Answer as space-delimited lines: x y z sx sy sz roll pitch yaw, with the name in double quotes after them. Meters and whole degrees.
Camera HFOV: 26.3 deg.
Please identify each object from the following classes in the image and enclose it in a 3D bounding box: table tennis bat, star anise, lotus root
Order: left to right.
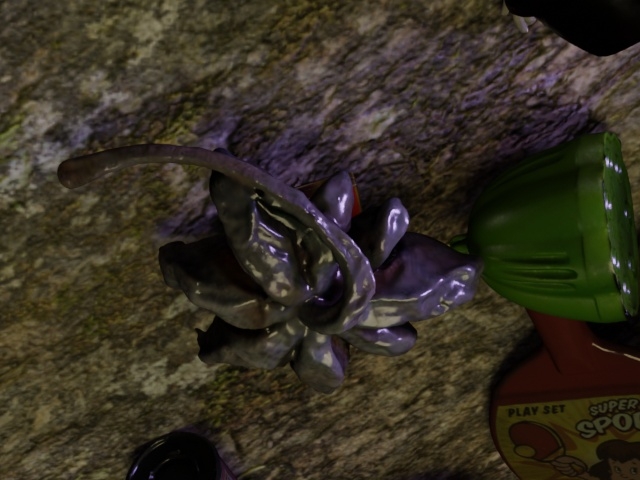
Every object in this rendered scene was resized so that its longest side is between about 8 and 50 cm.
-0.032 0.042 1.220 0.359 0.139 0.316 -3 129 3 "star anise"
0.201 -0.004 1.276 0.186 0.186 0.186 -8 133 -9 "lotus root"
0.300 0.178 1.481 0.268 0.051 0.415 -8 131 27 "table tennis bat"

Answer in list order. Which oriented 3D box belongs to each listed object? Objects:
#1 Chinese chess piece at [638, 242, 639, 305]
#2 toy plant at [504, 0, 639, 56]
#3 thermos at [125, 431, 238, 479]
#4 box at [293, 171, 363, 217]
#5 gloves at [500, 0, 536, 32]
0.446 0.023 1.401 0.250 0.097 0.251 -8 134 -9 "Chinese chess piece"
0.178 -0.257 1.032 0.218 0.175 0.235 -39 103 11 "toy plant"
-0.111 0.353 1.531 0.136 0.109 0.330 -24 134 5 "thermos"
0.000 0.000 1.300 0.090 0.023 0.133 -16 134 -3 "box"
0.173 -0.210 1.154 0.044 0.037 0.081 11 145 22 "gloves"
